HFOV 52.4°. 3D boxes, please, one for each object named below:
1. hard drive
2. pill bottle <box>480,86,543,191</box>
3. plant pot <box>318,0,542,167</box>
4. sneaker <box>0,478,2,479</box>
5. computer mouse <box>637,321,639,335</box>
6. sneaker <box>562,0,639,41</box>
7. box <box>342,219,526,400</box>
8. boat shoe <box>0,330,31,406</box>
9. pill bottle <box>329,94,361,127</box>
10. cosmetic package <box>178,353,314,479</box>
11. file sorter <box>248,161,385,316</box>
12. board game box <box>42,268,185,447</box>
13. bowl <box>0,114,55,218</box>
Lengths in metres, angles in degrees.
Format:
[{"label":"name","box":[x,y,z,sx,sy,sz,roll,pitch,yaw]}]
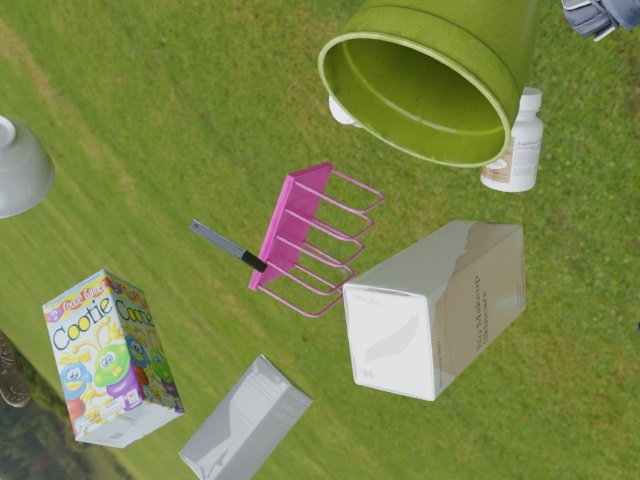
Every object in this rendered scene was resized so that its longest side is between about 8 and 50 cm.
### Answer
[{"label":"hard drive","box":[-0.170,0.011,1.201,0.135,0.022,0.094,30,173,28]},{"label":"pill bottle","box":[0.459,-0.243,1.548,0.131,0.131,0.229,20,122,36]},{"label":"plant pot","box":[0.240,-0.380,1.183,0.366,0.353,0.366,28,166,7]},{"label":"sneaker","box":[-0.611,0.451,1.134,0.123,0.109,0.295,-33,80,42]},{"label":"computer mouse","box":[0.447,0.116,0.717,0.042,0.193,0.106,89,166,-72]},{"label":"sneaker","box":[0.337,-0.235,0.656,0.086,0.226,0.163,34,136,-31]},{"label":"box","box":[0.171,0.081,0.905,0.121,0.311,0.148,5,111,37]},{"label":"boat shoe","box":[-0.656,0.269,1.353,0.178,0.064,0.060,57,153,16]},{"label":"pill bottle","box":[0.121,-0.313,1.454,0.119,0.208,0.119,11,107,39]},{"label":"cosmetic package","box":[-0.137,0.352,1.233,0.107,0.238,0.127,38,170,34]},{"label":"file sorter","box":[0.000,0.000,1.488,0.182,0.202,0.291,28,115,17]},{"label":"board game box","box":[-0.382,0.217,1.199,0.275,0.142,0.144,62,-174,28]},{"label":"bowl","box":[-0.764,-0.198,1.476,0.298,0.298,0.134,36,137,14]}]
